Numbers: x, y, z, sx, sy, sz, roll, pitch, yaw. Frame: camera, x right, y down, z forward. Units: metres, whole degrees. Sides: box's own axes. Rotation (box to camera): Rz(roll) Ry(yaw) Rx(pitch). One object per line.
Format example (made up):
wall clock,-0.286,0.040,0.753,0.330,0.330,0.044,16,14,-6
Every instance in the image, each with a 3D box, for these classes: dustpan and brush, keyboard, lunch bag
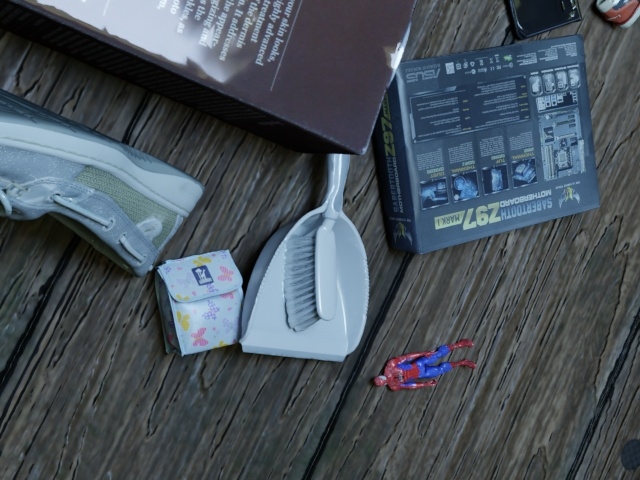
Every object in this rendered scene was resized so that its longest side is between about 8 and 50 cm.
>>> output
dustpan and brush,0.000,0.000,0.924,0.147,0.060,0.211,12,75,-46
keyboard,0.224,-0.307,1.037,0.108,0.023,0.180,-21,105,-17
lunch bag,-0.105,0.054,0.892,0.071,0.053,0.083,-10,92,-28

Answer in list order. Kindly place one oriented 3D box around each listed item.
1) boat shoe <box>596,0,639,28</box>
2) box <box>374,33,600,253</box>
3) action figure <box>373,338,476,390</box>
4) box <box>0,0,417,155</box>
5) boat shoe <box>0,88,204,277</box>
boat shoe,0.340,-0.295,1.082,0.043,0.049,0.137,30,86,-23
box,0.167,-0.099,1.007,0.232,0.059,0.184,-14,101,-25
action figure,0.104,0.128,1.017,0.115,0.030,0.038,-13,106,-23
box,-0.117,-0.222,0.813,0.381,0.143,0.191,21,85,-25
boat shoe,-0.199,-0.040,0.738,0.103,0.118,0.320,-66,158,1
